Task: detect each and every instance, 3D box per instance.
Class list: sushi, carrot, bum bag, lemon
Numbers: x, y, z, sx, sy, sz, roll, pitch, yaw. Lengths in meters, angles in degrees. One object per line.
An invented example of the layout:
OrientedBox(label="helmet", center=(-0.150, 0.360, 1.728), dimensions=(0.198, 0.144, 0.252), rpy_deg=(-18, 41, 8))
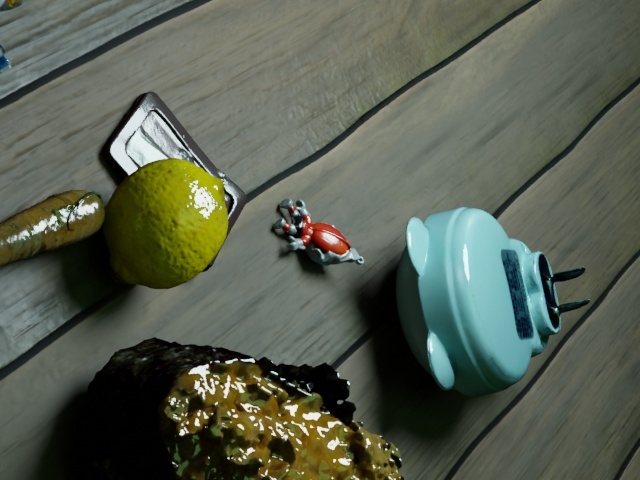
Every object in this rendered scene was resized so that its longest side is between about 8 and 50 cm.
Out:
OrientedBox(label="sushi", center=(-0.047, 0.207, 1.415), dimensions=(0.348, 0.207, 0.234), rpy_deg=(44, 53, -32))
OrientedBox(label="carrot", center=(-0.269, 0.008, 1.327), dimensions=(0.254, 0.049, 0.049), rpy_deg=(-28, 100, -49))
OrientedBox(label="bum bag", center=(-0.139, -0.058, 1.542), dimensions=(0.159, 0.026, 0.109), rpy_deg=(50, 42, -22))
OrientedBox(label="lemon", center=(-0.141, -0.014, 1.446), dimensions=(0.133, 0.109, 0.109), rpy_deg=(-45, 119, -13))

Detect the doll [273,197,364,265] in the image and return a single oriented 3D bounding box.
OrientedBox(label="doll", center=(-0.001, 0.001, 1.690), dimensions=(0.114, 0.039, 0.057), rpy_deg=(33, 19, -27))

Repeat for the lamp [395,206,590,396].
OrientedBox(label="lamp", center=(0.180, 0.068, 1.812), dimensions=(0.284, 0.147, 0.209), rpy_deg=(-4, 82, -45))

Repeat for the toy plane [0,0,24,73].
OrientedBox(label="toy plane", center=(-0.360, -0.225, 1.278), dimensions=(0.273, 0.107, 0.182), rpy_deg=(-1, 121, -28))
